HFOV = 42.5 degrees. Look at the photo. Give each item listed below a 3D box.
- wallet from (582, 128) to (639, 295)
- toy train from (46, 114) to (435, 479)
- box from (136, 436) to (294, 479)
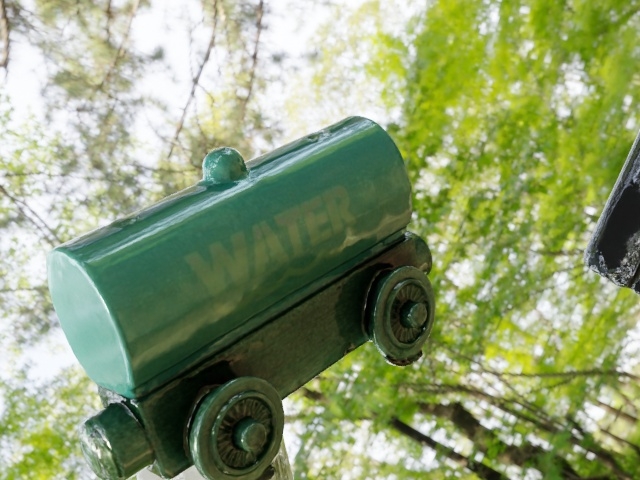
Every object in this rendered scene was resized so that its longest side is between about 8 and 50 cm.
[{"bbox_3d":[0.524,-0.097,1.111,0.062,0.228,0.406,-6,-58,-45],"label":"wallet"},{"bbox_3d":[-0.033,0.024,0.456,0.248,0.101,0.159,-31,-66,-37],"label":"toy train"},{"bbox_3d":[-0.130,0.241,1.006,0.116,0.203,0.274,-19,-20,6],"label":"box"}]
